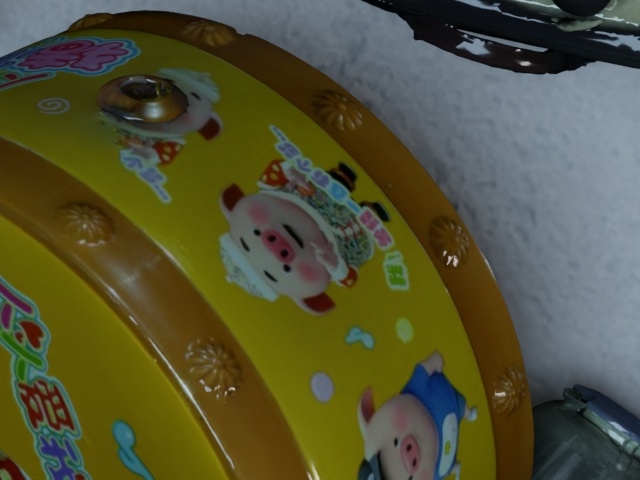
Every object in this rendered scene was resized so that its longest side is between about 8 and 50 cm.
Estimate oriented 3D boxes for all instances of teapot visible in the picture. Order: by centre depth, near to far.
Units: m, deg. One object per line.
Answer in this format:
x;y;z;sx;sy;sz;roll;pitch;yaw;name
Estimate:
0.161;0.149;0.960;0.149;0.111;0.108;38;96;13;teapot

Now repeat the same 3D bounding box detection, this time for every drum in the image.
-0.112;0.098;0.903;0.431;0.214;0.431;21;126;30;drum

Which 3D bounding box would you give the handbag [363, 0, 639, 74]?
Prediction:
0.109;-0.179;0.869;0.254;0.181;0.181;17;104;17;handbag
